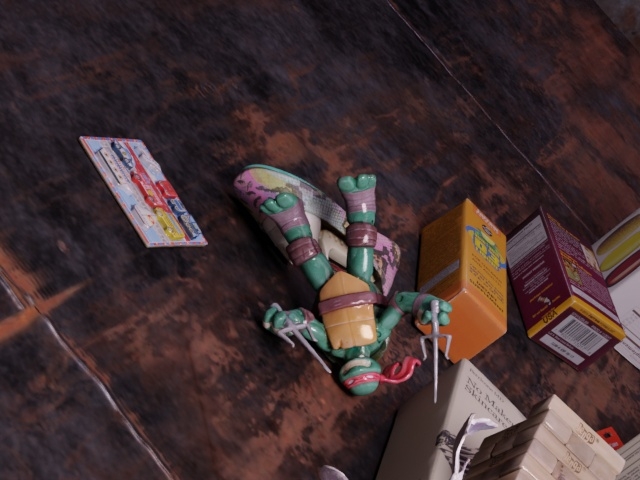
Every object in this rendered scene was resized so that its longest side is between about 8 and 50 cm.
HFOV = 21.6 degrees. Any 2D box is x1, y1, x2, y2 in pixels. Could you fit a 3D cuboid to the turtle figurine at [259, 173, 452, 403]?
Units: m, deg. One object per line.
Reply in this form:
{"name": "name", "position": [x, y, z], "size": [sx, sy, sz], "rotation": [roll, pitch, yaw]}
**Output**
{"name": "turtle figurine", "position": [0.025, 0.061, 1.613], "size": [0.118, 0.175, 0.234], "rotation": [116, -38, -69]}

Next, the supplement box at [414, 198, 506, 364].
{"name": "supplement box", "position": [0.162, 0.043, 1.925], "size": [0.078, 0.080, 0.233], "rotation": [44, 21, -17]}

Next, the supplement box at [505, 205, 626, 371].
{"name": "supplement box", "position": [0.306, 0.061, 2.144], "size": [0.104, 0.081, 0.188], "rotation": [33, 28, -31]}

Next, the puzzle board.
{"name": "puzzle board", "position": [-0.164, -0.047, 1.574], "size": [0.128, 0.011, 0.096], "rotation": [56, 24, 17]}

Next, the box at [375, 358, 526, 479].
{"name": "box", "position": [0.119, 0.226, 1.543], "size": [0.113, 0.094, 0.275], "rotation": [45, 24, -9]}

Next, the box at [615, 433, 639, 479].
{"name": "box", "position": [0.411, 0.325, 1.834], "size": [0.127, 0.148, 0.232], "rotation": [29, 31, -40]}

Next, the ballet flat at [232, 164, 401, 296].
{"name": "ballet flat", "position": [0.000, 0.000, 1.727], "size": [0.221, 0.077, 0.079], "rotation": [32, 48, -35]}

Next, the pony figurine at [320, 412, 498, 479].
{"name": "pony figurine", "position": [0.065, 0.320, 1.057], "size": [0.363, 0.303, 0.351], "rotation": [26, 63, -7]}

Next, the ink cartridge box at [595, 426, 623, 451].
{"name": "ink cartridge box", "position": [0.383, 0.268, 2.024], "size": [0.115, 0.029, 0.063], "rotation": [56, 25, 16]}

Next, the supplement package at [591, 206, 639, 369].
{"name": "supplement package", "position": [0.475, 0.034, 2.275], "size": [0.134, 0.244, 0.139], "rotation": [40, 24, -22]}

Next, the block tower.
{"name": "block tower", "position": [0.133, 0.279, 1.329], "size": [0.091, 0.097, 0.335], "rotation": [43, 49, -11]}
